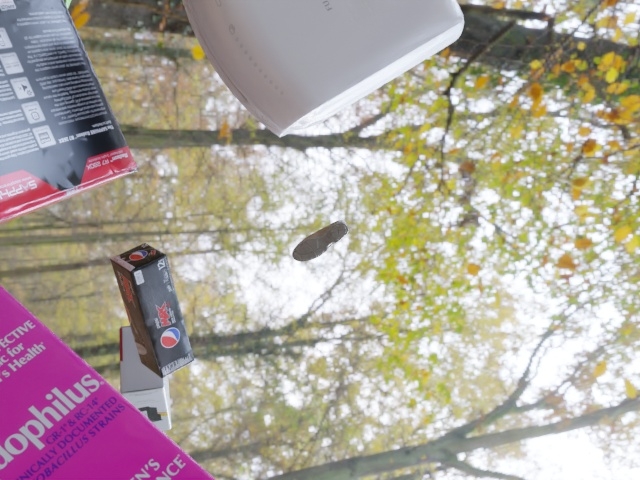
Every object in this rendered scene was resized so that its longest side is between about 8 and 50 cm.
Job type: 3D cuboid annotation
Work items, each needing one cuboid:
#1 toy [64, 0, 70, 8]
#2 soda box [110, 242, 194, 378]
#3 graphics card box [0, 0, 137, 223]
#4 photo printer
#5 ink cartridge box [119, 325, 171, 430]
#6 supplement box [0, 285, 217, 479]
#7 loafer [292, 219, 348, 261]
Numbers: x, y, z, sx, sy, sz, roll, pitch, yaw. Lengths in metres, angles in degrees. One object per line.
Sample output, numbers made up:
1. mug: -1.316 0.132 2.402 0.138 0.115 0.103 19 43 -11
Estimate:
1. toy: -0.448 -0.380 0.976 0.056 0.237 0.136 -54 -156 41
2. soda box: -0.218 0.092 0.952 0.060 0.053 0.168 22 -51 44
3. graphics card box: -0.375 -0.208 0.795 0.094 0.233 0.370 -15 -78 34
4. photo printer: -0.005 -0.294 0.913 0.256 0.308 0.107 58 -18 -3
5. ink cartridge box: -0.307 0.245 1.283 0.175 0.072 0.127 98 -17 -53
6. supplement box: -0.159 0.137 0.397 0.220 0.111 0.114 38 -42 10
7. loafer: 0.000 0.000 1.448 0.045 0.125 0.039 57 7 -17
